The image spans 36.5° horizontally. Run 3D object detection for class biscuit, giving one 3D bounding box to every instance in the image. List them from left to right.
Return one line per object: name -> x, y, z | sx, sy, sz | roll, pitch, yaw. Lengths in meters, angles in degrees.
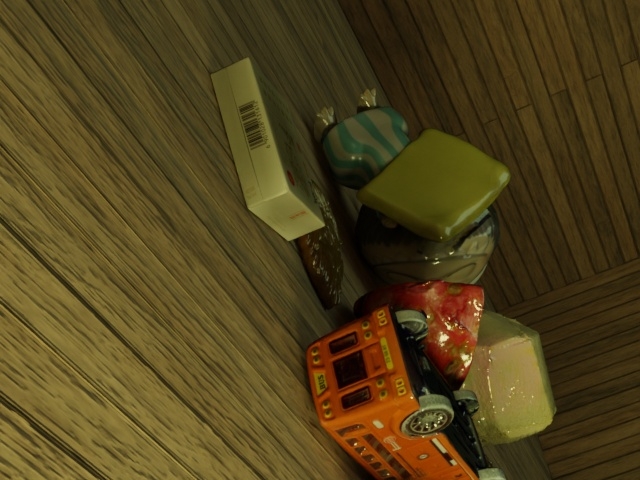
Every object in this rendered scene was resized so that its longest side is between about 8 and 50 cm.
biscuit -> 0.001, 0.000, 1.384 | 0.176, 0.031, 0.229 | 42, 28, -61

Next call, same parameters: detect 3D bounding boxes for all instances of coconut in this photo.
coconut -> 0.302, 0.246, 1.794 | 0.233, 0.233, 0.245 | -20, 92, -78

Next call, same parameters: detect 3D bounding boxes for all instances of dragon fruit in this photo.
dragon fruit -> 0.123, 0.167, 1.372 | 0.262, 0.134, 0.212 | 133, -44, -65

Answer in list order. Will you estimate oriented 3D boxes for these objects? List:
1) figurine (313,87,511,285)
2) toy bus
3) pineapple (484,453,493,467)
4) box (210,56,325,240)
figurine -> 0.136, -0.016, 1.757 | 0.361, 0.266, 0.378 | 46, -35, 31
toy bus -> 0.110, 0.221, 1.180 | 0.329, 0.153, 0.143 | 51, 19, -48
pineapple -> 0.202, 0.390, 1.436 | 0.108, 0.108, 0.198 | 65, 26, -14
box -> -0.066, -0.115, 1.235 | 0.141, 0.058, 0.201 | 41, 29, -65
